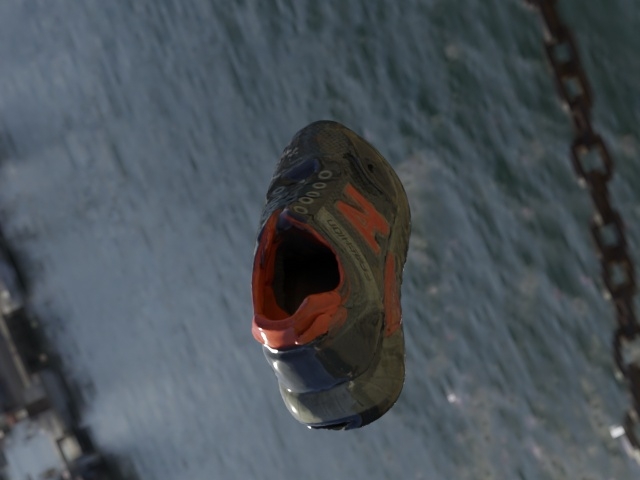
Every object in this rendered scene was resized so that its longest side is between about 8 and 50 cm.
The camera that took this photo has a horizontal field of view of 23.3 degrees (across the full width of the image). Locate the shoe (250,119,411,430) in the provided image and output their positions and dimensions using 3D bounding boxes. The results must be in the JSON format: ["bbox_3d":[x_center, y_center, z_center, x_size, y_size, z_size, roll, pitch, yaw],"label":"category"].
[{"bbox_3d":[0.000,-0.001,0.767,0.194,0.074,0.077,-92,-24,-43],"label":"shoe"}]
